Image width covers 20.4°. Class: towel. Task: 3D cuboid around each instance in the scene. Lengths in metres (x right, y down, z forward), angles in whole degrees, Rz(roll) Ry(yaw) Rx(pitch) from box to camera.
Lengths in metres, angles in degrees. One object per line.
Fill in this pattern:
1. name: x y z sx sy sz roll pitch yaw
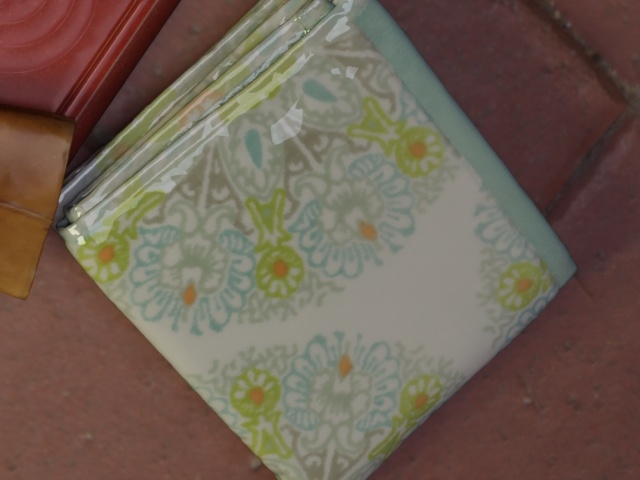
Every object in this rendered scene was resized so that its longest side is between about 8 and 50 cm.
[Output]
1. towel: 0.000 0.000 1.466 0.320 0.090 0.374 -42 113 -4

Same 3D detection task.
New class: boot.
1. boot: -0.349 -0.010 1.323 0.280 0.096 0.264 18 97 -25

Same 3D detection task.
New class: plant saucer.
1. plant saucer: -0.240 -0.197 1.349 0.259 0.048 0.258 35 89 -25
